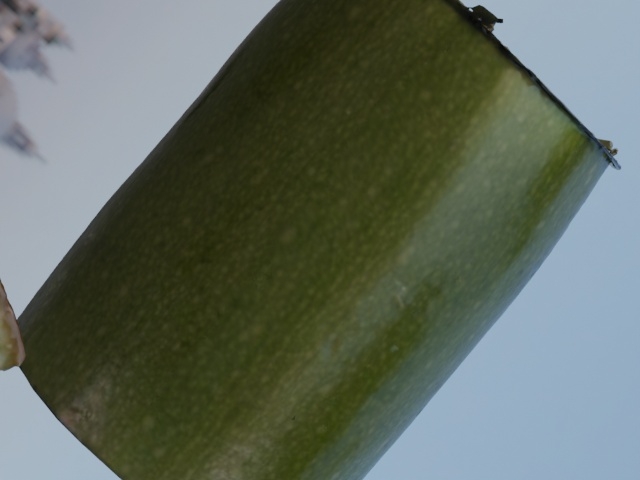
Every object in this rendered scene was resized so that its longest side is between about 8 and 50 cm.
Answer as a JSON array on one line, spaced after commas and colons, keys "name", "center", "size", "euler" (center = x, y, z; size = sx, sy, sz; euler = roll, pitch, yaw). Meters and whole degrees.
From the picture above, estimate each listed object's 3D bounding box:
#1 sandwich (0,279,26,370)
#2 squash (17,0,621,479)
[{"name": "sandwich", "center": [-0.253, -0.021, 0.833], "size": [0.122, 0.236, 0.128], "euler": [-31, -163, -27]}, {"name": "squash", "center": [0.000, 0.000, 1.127], "size": [0.384, 0.263, 0.263], "euler": [-50, -164, 5]}]
